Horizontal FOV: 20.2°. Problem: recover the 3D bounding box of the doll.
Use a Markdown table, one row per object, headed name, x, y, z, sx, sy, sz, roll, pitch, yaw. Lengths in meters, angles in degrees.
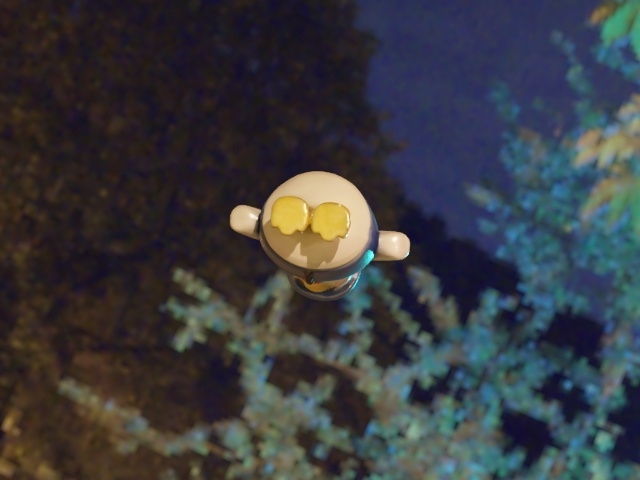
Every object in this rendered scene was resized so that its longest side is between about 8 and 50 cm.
| name | x | y | z | sx | sy | sz | roll | pitch | yaw |
| --- | --- | --- | --- | --- | --- | --- | --- | --- | --- |
| doll | 0.000 | 0.000 | 0.985 | 0.098 | 0.058 | 0.143 | 10 | -11 | 4 |
